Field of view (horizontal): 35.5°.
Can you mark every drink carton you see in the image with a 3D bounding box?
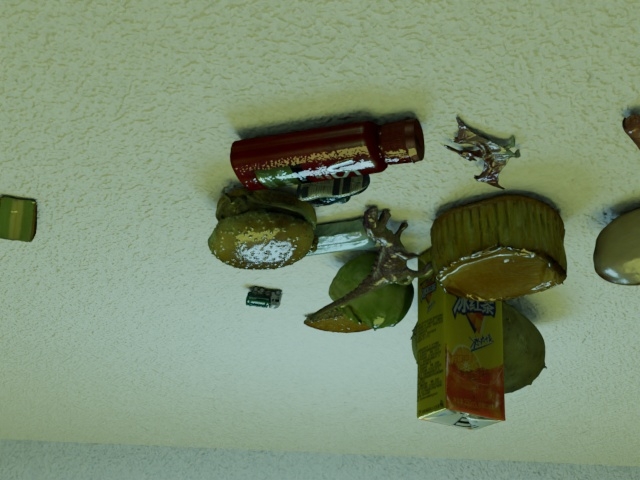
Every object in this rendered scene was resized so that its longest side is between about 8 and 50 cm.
[{"bbox_3d":[0.281,0.192,2.018,0.155,0.351,0.111,16,153,-26],"label":"drink carton"}]

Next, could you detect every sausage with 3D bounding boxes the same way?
[{"bbox_3d":[0.532,-0.154,1.612,0.043,0.043,0.186,-14,150,32],"label":"sausage"}]

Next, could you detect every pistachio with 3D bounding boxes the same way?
[{"bbox_3d":[0.603,0.008,1.844,0.144,0.143,0.215,24,140,-39],"label":"pistachio"}]

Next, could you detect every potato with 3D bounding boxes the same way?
[{"bbox_3d":[0.368,0.252,2.302,0.270,0.219,0.359,-23,148,31],"label":"potato"}]

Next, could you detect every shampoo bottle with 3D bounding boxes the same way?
[{"bbox_3d":[0.012,-0.143,1.647,0.314,0.076,0.118,-6,151,19],"label":"shampoo bottle"}]

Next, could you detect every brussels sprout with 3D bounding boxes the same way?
[{"bbox_3d":[0.110,0.099,2.094,0.183,0.145,0.131,32,-160,30],"label":"brussels sprout"}]

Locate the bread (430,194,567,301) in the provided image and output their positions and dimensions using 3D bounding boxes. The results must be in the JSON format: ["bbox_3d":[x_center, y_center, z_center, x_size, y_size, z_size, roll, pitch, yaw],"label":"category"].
[{"bbox_3d":[0.337,0.018,1.894,0.253,0.142,0.227,-14,152,37],"label":"bread"}]

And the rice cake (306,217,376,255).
[{"bbox_3d":[0.000,0.000,2.000,0.226,0.040,0.085,-9,154,22],"label":"rice cake"}]

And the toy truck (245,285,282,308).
[{"bbox_3d":[-0.130,0.135,2.303,0.083,0.044,0.039,9,158,-13],"label":"toy truck"}]

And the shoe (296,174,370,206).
[{"bbox_3d":[0.028,-0.091,1.774,0.143,0.063,0.071,-11,151,32],"label":"shoe"}]

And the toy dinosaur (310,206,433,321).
[{"bbox_3d":[0.110,0.061,1.959,0.200,0.072,0.251,16,117,-28],"label":"toy dinosaur"}]

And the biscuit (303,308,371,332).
[{"bbox_3d":[0.068,0.194,2.434,0.206,0.025,0.126,-13,151,32],"label":"biscuit"}]

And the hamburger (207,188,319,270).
[{"bbox_3d":[-0.100,-0.015,1.883,0.215,0.122,0.189,7,153,-15],"label":"hamburger"}]

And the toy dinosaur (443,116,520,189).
[{"bbox_3d":[0.275,-0.146,1.670,0.108,0.032,0.220,-7,144,27],"label":"toy dinosaur"}]

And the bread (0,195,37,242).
[{"bbox_3d":[-0.600,-0.048,1.989,0.074,0.084,0.139,7,-174,-11],"label":"bread"}]
